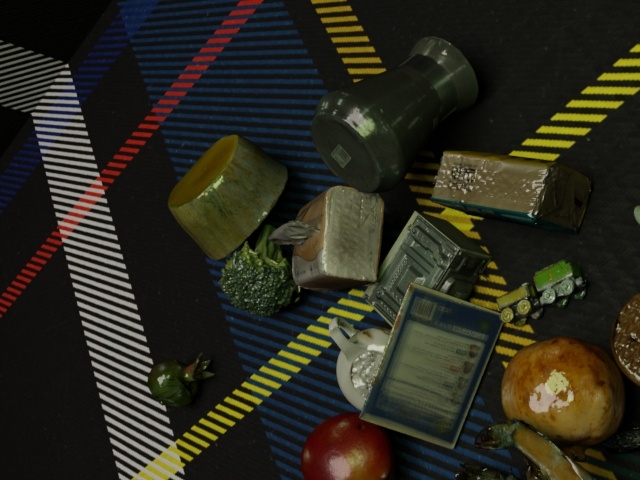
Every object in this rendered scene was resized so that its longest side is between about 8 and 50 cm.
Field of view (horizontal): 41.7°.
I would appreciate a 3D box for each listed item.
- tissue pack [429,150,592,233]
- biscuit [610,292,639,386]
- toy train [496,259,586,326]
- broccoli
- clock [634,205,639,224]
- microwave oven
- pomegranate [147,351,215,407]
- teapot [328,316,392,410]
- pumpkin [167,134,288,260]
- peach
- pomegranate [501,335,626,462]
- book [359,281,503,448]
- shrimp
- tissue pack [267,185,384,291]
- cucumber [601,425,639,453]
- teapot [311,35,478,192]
[{"bbox_3d":[0.395,-0.105,1.744,0.270,0.192,0.134,15,93,44],"label":"tissue pack"},{"bbox_3d":[0.634,0.178,1.519,0.212,0.036,0.212,-12,61,21],"label":"biscuit"},{"bbox_3d":[0.453,0.111,1.736,0.202,0.060,0.081,-32,52,34],"label":"toy train"},{"bbox_3d":[-0.141,0.078,2.248,0.246,0.263,0.243,1,56,12],"label":"broccoli"},{"bbox_3d":[0.715,-0.158,1.506,0.265,0.108,0.324,3,82,45],"label":"clock"},{"bbox_3d":[0.240,0.087,1.888,0.194,0.145,0.241,46,112,43],"label":"microwave oven"},{"bbox_3d":[-0.403,0.406,2.444,0.191,0.152,0.131,-24,57,15],"label":"pomegranate"},{"bbox_3d":[0.125,0.295,1.917,0.298,0.139,0.204,47,111,8],"label":"teapot"},{"bbox_3d":[-0.269,-0.130,2.291,0.332,0.199,0.332,-41,27,26],"label":"pumpkin"},{"bbox_3d":[0.063,0.502,1.920,0.243,0.199,0.244,-4,85,49],"label":"peach"},{"bbox_3d":[0.454,0.298,1.574,0.248,0.248,0.248,-11,73,42],"label":"pomegranate"},{"bbox_3d":[0.241,0.272,1.814,0.018,0.228,0.323,-111,42,-81],"label":"book"},{"bbox_3d":[0.368,0.447,1.576,0.272,0.085,0.445,61,156,-6],"label":"shrimp"},{"bbox_3d":[0.000,0.000,1.999,0.305,0.238,0.239,155,120,-74],"label":"tissue pack"},{"bbox_3d":[0.633,0.351,1.519,0.256,0.043,0.044,-22,46,41],"label":"cucumber"},{"bbox_3d":[0.170,-0.271,1.892,0.253,0.344,0.300,41,155,22],"label":"teapot"}]
